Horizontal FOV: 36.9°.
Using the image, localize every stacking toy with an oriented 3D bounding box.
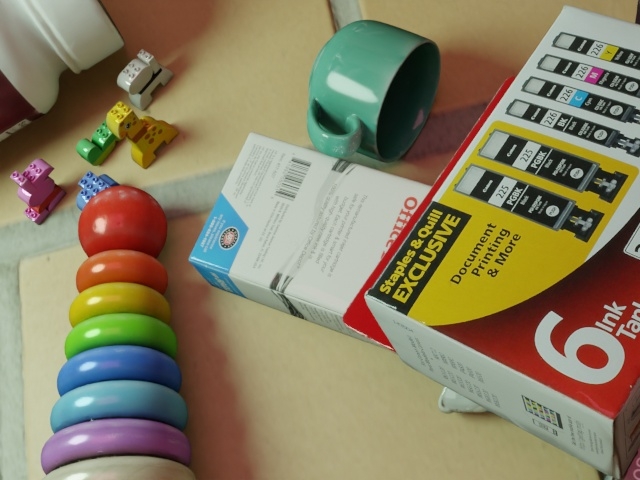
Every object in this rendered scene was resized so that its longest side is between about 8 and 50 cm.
[{"bbox_3d":[-0.193,0.093,0.910,0.141,0.141,0.330,-11,62,7],"label":"stacking toy"}]

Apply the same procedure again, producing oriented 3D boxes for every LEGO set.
[{"bbox_3d":[-0.228,-0.108,1.016,0.087,0.093,0.227,34,78,22],"label":"LEGO set"}]

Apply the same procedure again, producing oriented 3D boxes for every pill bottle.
[{"bbox_3d":[-0.423,-0.187,1.019,0.392,0.224,0.224,-33,65,-2],"label":"pill bottle"}]

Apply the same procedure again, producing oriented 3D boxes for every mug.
[{"bbox_3d":[0.041,-0.152,0.947,0.097,0.157,0.130,26,106,23],"label":"mug"}]

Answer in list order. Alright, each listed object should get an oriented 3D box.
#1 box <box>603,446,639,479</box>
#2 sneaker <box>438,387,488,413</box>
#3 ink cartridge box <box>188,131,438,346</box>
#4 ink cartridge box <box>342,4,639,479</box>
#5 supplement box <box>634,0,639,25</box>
[{"bbox_3d":[0.383,0.292,0.700,0.381,0.143,0.191,16,71,16],"label":"box"},{"bbox_3d":[0.121,0.070,0.886,0.082,0.071,0.191,-12,65,13],"label":"sneaker"},{"bbox_3d":[0.000,0.000,0.928,0.203,0.086,0.148,19,72,18],"label":"ink cartridge box"},{"bbox_3d":[0.184,-0.022,0.763,0.271,0.130,0.309,25,70,31],"label":"ink cartridge box"},{"bbox_3d":[0.361,-0.137,0.902,0.080,0.104,0.188,-14,66,5],"label":"supplement box"}]
